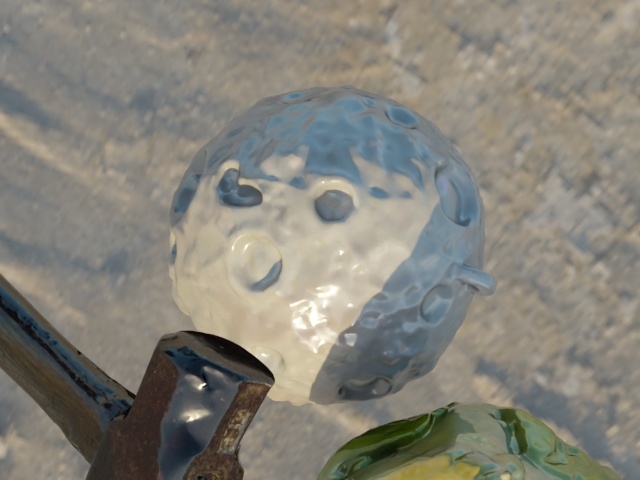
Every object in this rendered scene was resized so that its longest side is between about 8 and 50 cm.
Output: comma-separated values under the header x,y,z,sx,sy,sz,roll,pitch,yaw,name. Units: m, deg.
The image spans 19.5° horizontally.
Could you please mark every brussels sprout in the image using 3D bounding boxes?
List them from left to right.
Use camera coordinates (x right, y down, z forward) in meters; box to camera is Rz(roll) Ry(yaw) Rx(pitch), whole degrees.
x,y,z,sx,sy,sz,roll,pitch,yaw,name
0.129,0.276,1.770,0.344,0.344,0.268,-25,68,-26,brussels sprout

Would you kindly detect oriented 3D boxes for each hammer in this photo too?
x,y,z,sx,sy,sz,roll,pitch,yaw,name
-0.227,0.117,1.566,0.409,0.242,0.095,36,17,35,hammer

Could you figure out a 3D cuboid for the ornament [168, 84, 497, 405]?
x,y,z,sx,sy,sz,roll,pitch,yaw,name
0.000,0.000,1.912,0.337,0.337,0.337,7,63,-14,ornament
